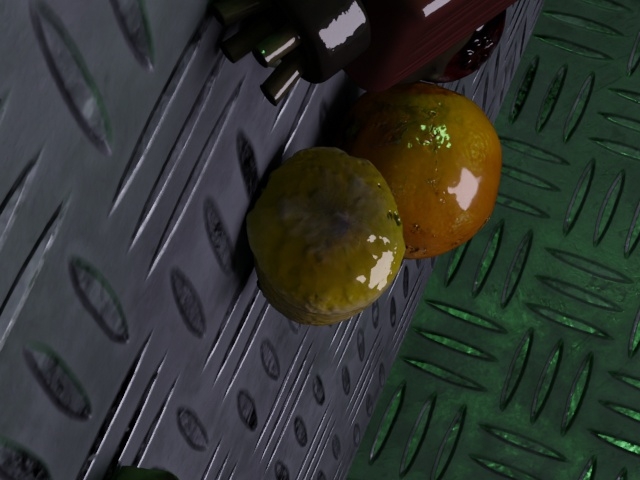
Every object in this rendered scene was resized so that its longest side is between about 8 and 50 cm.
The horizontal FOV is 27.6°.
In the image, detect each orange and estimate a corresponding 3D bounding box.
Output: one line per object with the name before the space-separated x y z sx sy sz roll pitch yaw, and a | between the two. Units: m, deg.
orange | 0.127 -0.094 1.767 0.246 0.246 0.246 21 90 -78

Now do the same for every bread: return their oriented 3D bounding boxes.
bread | 0.004 0.001 1.565 0.170 0.197 0.197 116 -1 -69

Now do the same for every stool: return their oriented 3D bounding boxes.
stool | -0.031 -0.200 1.211 0.121 0.125 0.217 -39 -172 -10

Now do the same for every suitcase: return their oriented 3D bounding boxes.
suitcase | 0.127 -0.303 1.322 0.297 0.161 0.236 -35 173 -17

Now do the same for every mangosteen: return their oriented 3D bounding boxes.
mangosteen | 0.149 -0.305 1.708 0.200 0.199 0.200 21 90 -78

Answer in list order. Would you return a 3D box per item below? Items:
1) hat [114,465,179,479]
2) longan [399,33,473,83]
hat | -0.201 0.341 1.336 0.166 0.144 0.173 -48 133 -56
longan | 0.101 -0.271 1.531 0.189 0.189 0.189 21 90 -78
